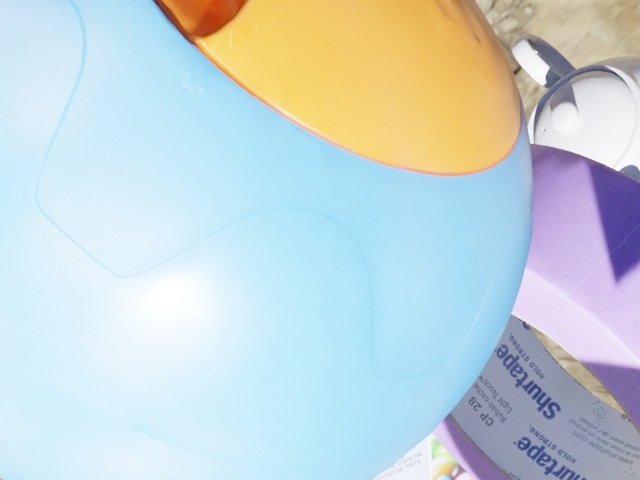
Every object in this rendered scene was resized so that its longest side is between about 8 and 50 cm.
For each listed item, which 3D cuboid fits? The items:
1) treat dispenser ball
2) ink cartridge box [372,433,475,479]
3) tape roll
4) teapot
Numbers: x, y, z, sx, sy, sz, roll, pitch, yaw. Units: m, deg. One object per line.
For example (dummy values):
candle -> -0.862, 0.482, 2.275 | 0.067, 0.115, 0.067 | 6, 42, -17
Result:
treat dispenser ball -> -0.054, -0.021, 0.632 | 0.288, 0.288, 0.288 | 0, 87, -2
ink cartridge box -> 0.111, 0.233, 1.475 | 0.185, 0.065, 0.311 | -21, 109, -18
tape roll -> 0.154, 0.077, 0.888 | 0.090, 0.275, 0.275 | -41, 89, -24
teapot -> 0.317, -0.109, 1.644 | 0.187, 0.256, 0.253 | 26, 74, -39
